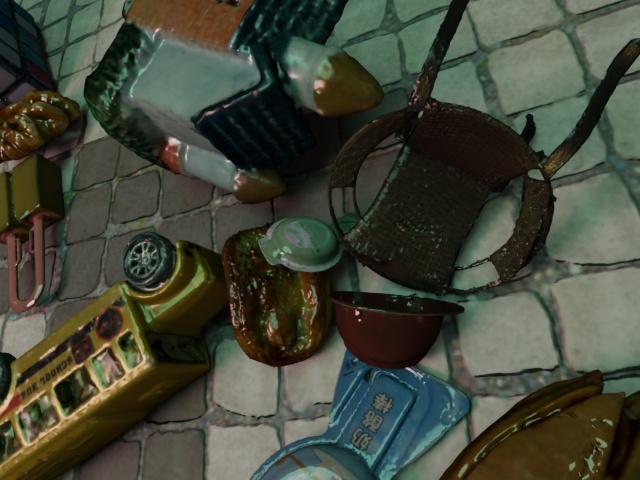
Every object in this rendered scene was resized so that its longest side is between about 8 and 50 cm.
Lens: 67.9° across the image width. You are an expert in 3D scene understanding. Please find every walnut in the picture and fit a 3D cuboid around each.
[{"bbox_3d":[-0.453,-0.175,0.723,0.170,0.069,0.143,-16,36,18],"label":"walnut"},{"bbox_3d":[0.133,0.183,0.286,0.137,0.137,0.245,35,77,32],"label":"walnut"}]

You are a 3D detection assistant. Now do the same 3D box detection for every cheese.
[{"bbox_3d":[0.000,0.000,0.442,0.067,0.120,0.026,56,140,30],"label":"cheese"},{"bbox_3d":[0.010,0.199,0.374,0.135,0.052,0.245,25,70,30],"label":"cheese"}]

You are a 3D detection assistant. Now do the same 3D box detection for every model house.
[{"bbox_3d":[-0.058,-0.159,0.483,0.291,0.184,0.253,28,81,31],"label":"model house"}]

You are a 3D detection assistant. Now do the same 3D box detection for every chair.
[{"bbox_3d":[0.107,-0.061,0.380,0.174,0.149,0.213,27,89,2],"label":"chair"}]

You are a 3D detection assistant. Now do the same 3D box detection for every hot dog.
[{"bbox_3d":[-0.042,0.044,0.455,0.099,0.065,0.147,-4,62,-14],"label":"hot dog"}]

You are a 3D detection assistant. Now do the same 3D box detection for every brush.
[{"bbox_3d":[-0.408,-0.005,0.662,0.103,0.047,0.234,-29,61,11],"label":"brush"}]

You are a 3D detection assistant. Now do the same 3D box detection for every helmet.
[{"bbox_3d":[0.060,0.077,0.395,0.111,0.089,0.057,5,90,7],"label":"helmet"}]

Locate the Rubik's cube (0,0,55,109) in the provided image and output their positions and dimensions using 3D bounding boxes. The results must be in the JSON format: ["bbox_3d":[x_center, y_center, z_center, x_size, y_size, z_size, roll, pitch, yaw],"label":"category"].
[{"bbox_3d":[-0.664,-0.307,0.766,0.293,0.287,0.292,-34,58,9],"label":"Rubik's cube"}]

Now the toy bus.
[{"bbox_3d":[-0.227,0.133,0.477,0.335,0.121,0.123,-35,66,7],"label":"toy bus"}]
